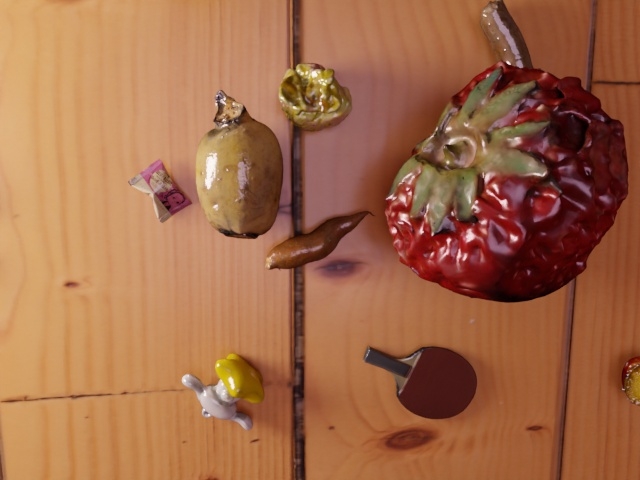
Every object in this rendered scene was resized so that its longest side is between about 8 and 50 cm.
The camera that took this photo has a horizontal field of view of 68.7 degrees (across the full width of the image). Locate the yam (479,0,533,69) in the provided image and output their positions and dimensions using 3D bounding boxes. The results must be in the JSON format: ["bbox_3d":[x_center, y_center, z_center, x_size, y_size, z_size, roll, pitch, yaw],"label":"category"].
[{"bbox_3d":[0.316,-0.265,0.750,0.056,0.057,0.241,-29,102,-2],"label":"yam"}]

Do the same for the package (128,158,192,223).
[{"bbox_3d":[-0.244,-0.074,0.716,0.059,0.029,0.083,-37,111,-8],"label":"package"}]

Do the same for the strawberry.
[{"bbox_3d":[0.284,-0.053,0.691,0.345,0.295,0.318,28,75,-42],"label":"strawberry"}]

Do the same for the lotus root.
[{"bbox_3d":[-0.119,-0.107,0.685,0.125,0.118,0.221,-6,102,-24],"label":"lotus root"}]

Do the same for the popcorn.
[{"bbox_3d":[-0.009,-0.211,0.700,0.109,0.089,0.097,23,106,-13],"label":"popcorn"}]

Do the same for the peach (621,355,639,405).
[{"bbox_3d":[0.589,0.251,0.851,0.098,0.061,0.098,4,105,14],"label":"peach"}]

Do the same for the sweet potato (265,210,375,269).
[{"bbox_3d":[0.000,0.000,0.747,0.194,0.056,0.056,-29,101,-7],"label":"sweet potato"}]

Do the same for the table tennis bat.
[{"bbox_3d":[0.173,0.238,0.817,0.220,0.019,0.130,25,95,-11],"label":"table tennis bat"}]

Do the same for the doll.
[{"bbox_3d":[-0.147,0.255,0.759,0.113,0.071,0.135,-23,105,4],"label":"doll"}]
